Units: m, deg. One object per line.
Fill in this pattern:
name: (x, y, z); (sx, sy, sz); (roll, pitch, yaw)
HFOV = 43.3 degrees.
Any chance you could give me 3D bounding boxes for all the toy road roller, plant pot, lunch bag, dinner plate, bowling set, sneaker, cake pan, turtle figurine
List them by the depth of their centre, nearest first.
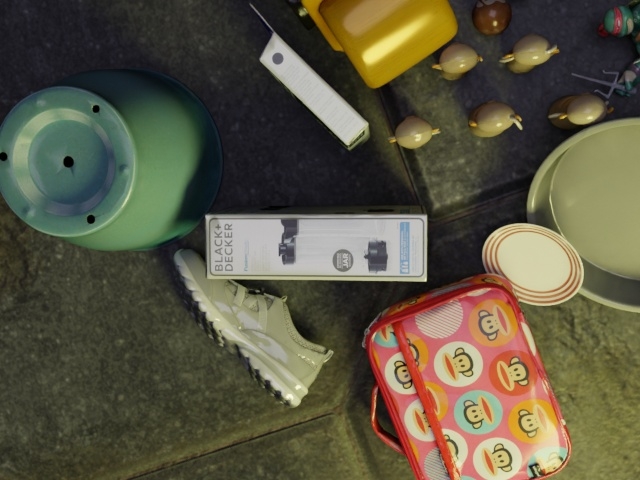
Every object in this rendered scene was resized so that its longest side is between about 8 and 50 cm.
toy road roller: (0.043, -0.341, 0.983); (0.202, 0.329, 0.241); (-34, 70, 9)
turtle figurine: (0.453, -0.266, 1.036); (0.234, 0.175, 0.118); (-2, 78, -1)
cake pan: (0.419, -0.036, 1.043); (0.293, 0.054, 0.293); (15, 129, 19)
bowling set: (0.218, -0.226, 1.059); (0.286, 0.154, 0.200); (-10, 96, 7)
plant pot: (-0.290, -0.105, 1.080); (0.271, 0.255, 0.272); (1, 97, 6)
dinner plate: (0.294, 0.031, 1.116); (0.141, 0.017, 0.141); (20, 135, 21)
lunch bag: (0.190, 0.212, 1.137); (0.258, 0.120, 0.293); (-21, 94, 13)
sneaker: (-0.104, 0.110, 1.180); (0.281, 0.105, 0.115); (46, 70, 2)

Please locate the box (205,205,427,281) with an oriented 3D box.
box: (0.000, 0.000, 1.103); (0.289, 0.169, 0.087); (0, 97, 7)

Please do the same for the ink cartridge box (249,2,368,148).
ink cartridge box: (-0.020, -0.205, 1.063); (0.045, 0.206, 0.208); (-43, 89, 6)
